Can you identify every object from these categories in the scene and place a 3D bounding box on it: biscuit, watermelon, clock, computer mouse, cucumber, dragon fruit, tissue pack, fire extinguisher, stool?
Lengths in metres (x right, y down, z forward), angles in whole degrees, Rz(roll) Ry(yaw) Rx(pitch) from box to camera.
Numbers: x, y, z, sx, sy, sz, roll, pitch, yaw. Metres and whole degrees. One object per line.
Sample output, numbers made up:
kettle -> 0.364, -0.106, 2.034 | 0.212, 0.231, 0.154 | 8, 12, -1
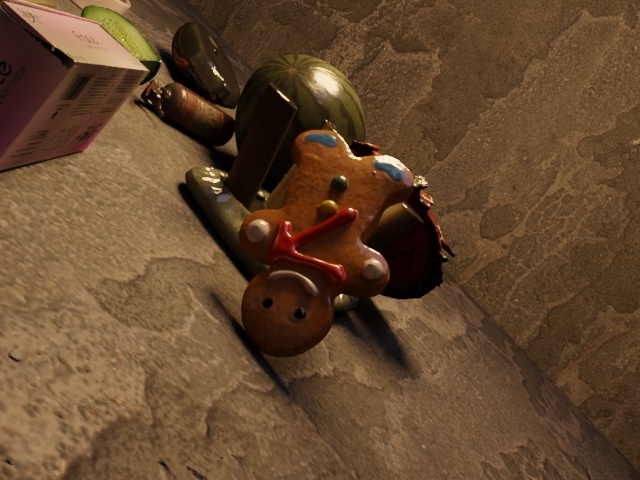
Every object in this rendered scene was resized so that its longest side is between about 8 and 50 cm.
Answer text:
biscuit -> -0.001, -0.001, 0.834 | 0.205, 0.324, 0.049 | 24, -23, 12
watermelon -> -0.042, -0.221, 1.378 | 0.279, 0.278, 0.359 | 50, -19, 23
clock -> -0.546, -0.595, 1.518 | 0.197, 0.068, 0.197 | 42, 13, -12
computer mouse -> -0.308, -0.454, 1.707 | 0.183, 0.116, 0.323 | 37, 21, -41
cucumber -> -0.407, -0.388, 1.272 | 0.115, 0.063, 0.244 | -6, 45, -32
dragon fruit -> 0.156, -0.009, 1.277 | 0.100, 0.344, 0.282 | -25, 56, -29
tissue pack -> -0.301, -0.168, 0.717 | 0.092, 0.148, 0.246 | 41, 11, -8
fire extinguisher -> -0.263, -0.257, 1.278 | 0.106, 0.075, 0.252 | 41, 8, 33
stool -> -0.016, -0.056, 1.078 | 0.310, 0.226, 0.310 | 50, 15, 20

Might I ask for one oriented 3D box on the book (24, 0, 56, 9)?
book -> -0.606, -0.511, 1.164 | 0.241, 0.018, 0.170 | 42, 12, -12
